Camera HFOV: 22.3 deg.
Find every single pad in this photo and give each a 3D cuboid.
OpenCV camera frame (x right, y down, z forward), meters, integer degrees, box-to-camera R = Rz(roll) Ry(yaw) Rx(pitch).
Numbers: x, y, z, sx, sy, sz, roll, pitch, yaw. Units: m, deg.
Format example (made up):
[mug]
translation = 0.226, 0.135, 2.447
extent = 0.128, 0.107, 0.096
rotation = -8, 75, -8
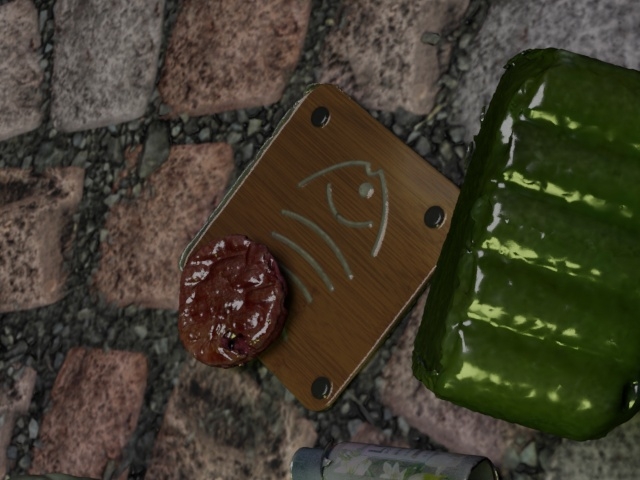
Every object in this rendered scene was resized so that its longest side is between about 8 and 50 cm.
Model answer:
[pad]
translation = 0.000, 0.000, 1.760
extent = 0.284, 0.018, 0.286
rotation = -53, 54, 8

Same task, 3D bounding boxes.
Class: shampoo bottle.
[shampoo bottle]
translation = 0.068, 0.234, 1.597
extent = 0.214, 0.072, 0.072
rotation = 1, 75, 35

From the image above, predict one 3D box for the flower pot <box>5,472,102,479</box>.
[flower pot]
translation = -0.279, 0.367, 1.681
extent = 0.246, 0.246, 0.195
rotation = -42, 32, 15

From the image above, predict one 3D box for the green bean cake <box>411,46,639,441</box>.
[green bean cake]
translation = 0.219, 0.007, 1.412
extent = 0.218, 0.335, 0.319
rotation = 18, 95, 2

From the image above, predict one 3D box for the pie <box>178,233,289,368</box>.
[pie]
translation = -0.096, 0.067, 1.770
extent = 0.153, 0.038, 0.153
rotation = -14, 64, 30
